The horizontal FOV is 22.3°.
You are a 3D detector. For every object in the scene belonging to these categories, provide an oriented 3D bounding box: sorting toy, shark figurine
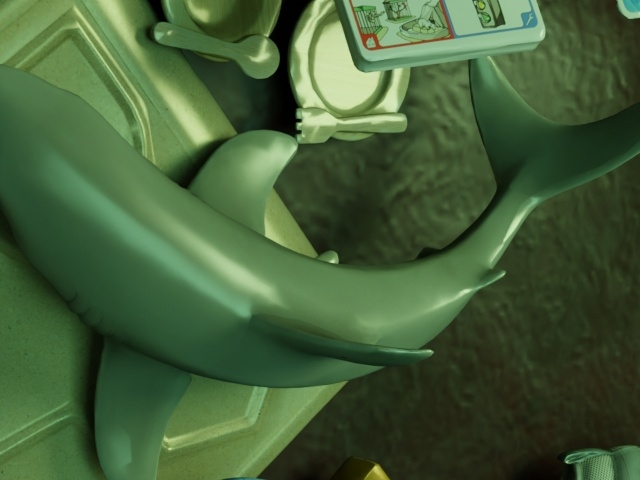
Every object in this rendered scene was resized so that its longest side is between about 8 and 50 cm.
[{"bbox_3d":[-0.081,0.070,0.607,0.229,0.041,0.307,-47,120,-25],"label":"sorting toy"},{"bbox_3d":[0.020,0.014,0.585,0.278,0.116,0.166,-7,100,-35],"label":"shark figurine"}]

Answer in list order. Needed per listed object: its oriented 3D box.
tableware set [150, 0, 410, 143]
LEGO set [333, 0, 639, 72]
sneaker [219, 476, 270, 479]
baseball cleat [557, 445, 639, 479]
[{"bbox_3d":[-0.003,-0.123,0.631,0.141,0.020,0.168,15,84,-39],"label":"tableware set"},{"bbox_3d":[0.092,-0.159,0.644,0.244,0.060,0.182,-11,75,-23],"label":"LEGO set"},{"bbox_3d":[-0.034,0.180,0.583,0.078,0.067,0.188,18,90,-37],"label":"sneaker"},{"bbox_3d":[0.136,0.197,0.741,0.109,0.072,0.206,-1,79,-6],"label":"baseball cleat"}]
